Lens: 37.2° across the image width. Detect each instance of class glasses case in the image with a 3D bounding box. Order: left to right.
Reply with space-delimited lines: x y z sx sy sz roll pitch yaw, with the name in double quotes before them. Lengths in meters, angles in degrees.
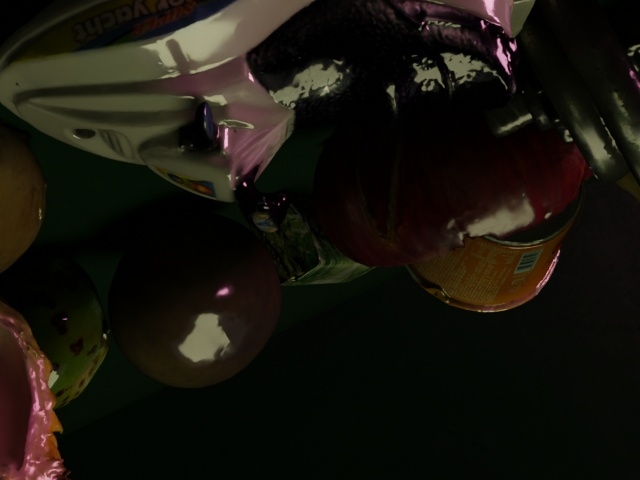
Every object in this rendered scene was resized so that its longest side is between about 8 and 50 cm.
"glasses case" 0.000 0.000 1.128 0.062 0.095 0.272 -28 172 14

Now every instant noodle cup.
"instant noodle cup" 0.205 -0.040 1.129 0.216 0.216 0.172 -23 162 -13

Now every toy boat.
"toy boat" -0.009 -0.086 0.453 0.269 0.141 0.141 -27 172 -11

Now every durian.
"durian" -0.347 0.116 0.683 0.305 0.185 0.195 16 151 -42

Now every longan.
"longan" -0.119 0.055 0.894 0.167 0.167 0.187 -27 164 14

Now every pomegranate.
"pomegranate" -0.265 0.090 0.821 0.169 0.122 0.143 -9 137 -26

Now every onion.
"onion" 0.103 -0.073 0.753 0.248 0.161 0.248 -10 -178 0

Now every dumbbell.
"dumbbell" 0.225 -0.142 0.557 0.290 0.192 0.192 -28 171 17

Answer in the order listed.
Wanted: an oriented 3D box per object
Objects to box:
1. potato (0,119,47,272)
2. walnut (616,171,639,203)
"potato" -0.237 -0.001 0.518 0.164 0.081 0.200 -31 172 32
"walnut" 0.403 -0.124 0.885 0.253 0.277 0.282 -46 174 2
